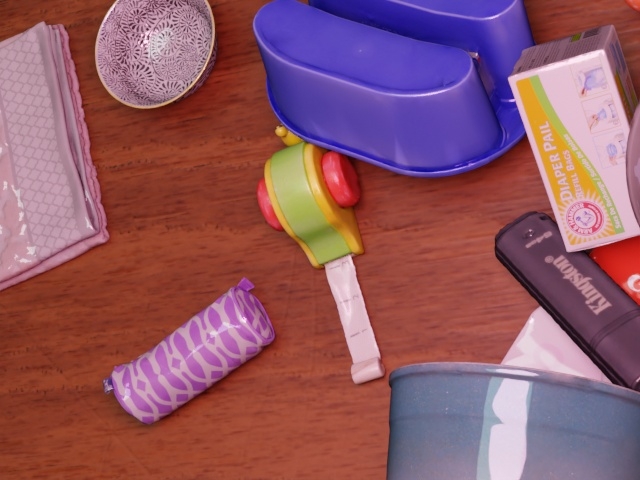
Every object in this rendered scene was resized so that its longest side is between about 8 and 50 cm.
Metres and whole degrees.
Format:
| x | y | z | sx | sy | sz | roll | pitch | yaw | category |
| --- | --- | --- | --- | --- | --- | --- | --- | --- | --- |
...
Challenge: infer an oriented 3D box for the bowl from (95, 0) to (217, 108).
| x | y | z | sx | sy | sz | roll | pitch | yaw | category |
| --- | --- | --- | --- | --- | --- | --- | --- | --- | --- |
| -0.190 | -0.237 | 1.921 | 0.170 | 0.080 | 0.170 | -5 | 76 | 23 | bowl |

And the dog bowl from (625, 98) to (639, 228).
| x | y | z | sx | sy | sz | roll | pitch | yaw | category |
| --- | --- | --- | --- | --- | --- | --- | --- | --- | --- |
| 0.473 | -0.066 | 1.477 | 0.349 | 0.102 | 0.348 | 2 | 106 | 8 | dog bowl |

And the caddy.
| x | y | z | sx | sy | sz | roll | pitch | yaw | category |
| --- | --- | --- | --- | --- | --- | --- | --- | --- | --- |
| 0.088 | -0.205 | 1.739 | 0.341 | 0.179 | 0.241 | 21 | 65 | 27 | caddy |

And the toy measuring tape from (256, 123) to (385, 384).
| x | y | z | sx | sy | sz | roll | pitch | yaw | category |
| --- | --- | --- | --- | --- | --- | --- | --- | --- | --- |
| 0.000 | 0.000 | 1.762 | 0.121 | 0.121 | 0.330 | -21 | 70 | 19 | toy measuring tape |

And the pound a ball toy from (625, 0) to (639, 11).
| x | y | z | sx | sy | sz | roll | pitch | yaw | category |
| --- | --- | --- | --- | --- | --- | --- | --- | --- | --- |
| 0.393 | -0.261 | 1.593 | 0.136 | 0.208 | 0.319 | -37 | 67 | 12 | pound a ball toy |

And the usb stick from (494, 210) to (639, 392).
| x | y | z | sx | sy | sz | roll | pitch | yaw | category |
| --- | --- | --- | --- | --- | --- | --- | --- | --- | --- |
| 0.277 | 0.064 | 1.601 | 0.077 | 0.045 | 0.278 | -37 | 46 | -1 | usb stick |

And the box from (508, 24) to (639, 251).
| x | y | z | sx | sy | sz | roll | pitch | yaw | category |
| --- | --- | --- | --- | --- | --- | --- | --- | --- | --- |
| 0.283 | -0.106 | 1.610 | 0.103 | 0.114 | 0.203 | -15 | 107 | 21 | box |

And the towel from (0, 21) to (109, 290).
| x | y | z | sx | sy | sz | roll | pitch | yaw | category |
| --- | --- | --- | --- | --- | --- | --- | --- | --- | --- |
| -0.445 | -0.092 | 2.019 | 0.317 | 0.053 | 0.331 | -22 | 69 | 18 | towel |

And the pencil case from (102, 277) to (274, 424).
| x | y | z | sx | sy | sz | roll | pitch | yaw | category |
| --- | --- | --- | --- | --- | --- | --- | --- | --- | --- |
| -0.153 | 0.136 | 1.820 | 0.206 | 0.086 | 0.088 | -32 | 43 | 13 | pencil case |

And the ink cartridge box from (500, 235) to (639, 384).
| x | y | z | sx | sy | sz | roll | pitch | yaw | category |
| --- | --- | --- | --- | --- | --- | --- | --- | --- | --- |
| 0.320 | 0.106 | 1.627 | 0.189 | 0.066 | 0.232 | 33 | 97 | 27 | ink cartridge box |

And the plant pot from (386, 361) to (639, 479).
| x | y | z | sx | sy | sz | roll | pitch | yaw | category |
| --- | --- | --- | --- | --- | --- | --- | --- | --- | --- |
| 0.180 | 0.270 | 1.455 | 0.272 | 0.272 | 0.255 | 3 | 74 | 25 | plant pot |
